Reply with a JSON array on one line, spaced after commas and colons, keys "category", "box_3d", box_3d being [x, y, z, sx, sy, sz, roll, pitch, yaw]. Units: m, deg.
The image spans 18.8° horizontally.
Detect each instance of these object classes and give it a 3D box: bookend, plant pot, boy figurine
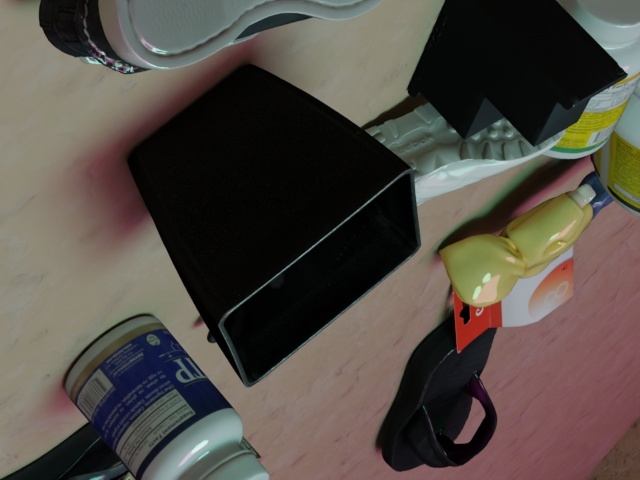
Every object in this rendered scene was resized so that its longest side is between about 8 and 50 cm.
[{"category": "bookend", "box_3d": [0.172, -0.141, 1.723, 0.072, 0.157, 0.156, -30, 158, -31]}, {"category": "plant pot", "box_3d": [-0.047, -0.024, 1.528, 0.187, 0.167, 0.188, -39, 163, -9]}, {"category": "boy figurine", "box_3d": [0.260, -0.016, 2.294, 0.285, 0.092, 0.177, -33, 175, -18]}]

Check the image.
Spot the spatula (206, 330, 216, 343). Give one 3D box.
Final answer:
[{"category": "spatula", "box_3d": [0.000, 0.000, 1.897, 0.296, 0.030, 0.084, -40, 164, -6]}]

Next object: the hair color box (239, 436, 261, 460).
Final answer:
[{"category": "hair color box", "box_3d": [-0.148, 0.260, 2.092, 0.167, 0.093, 0.053, -52, 159, 28]}]

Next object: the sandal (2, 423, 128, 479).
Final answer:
[{"category": "sandal", "box_3d": [-0.250, 0.241, 1.899, 0.254, 0.054, 0.097, -32, 160, -28]}]

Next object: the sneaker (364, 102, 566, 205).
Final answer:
[{"category": "sneaker", "box_3d": [0.120, -0.084, 1.834, 0.235, 0.090, 0.095, -16, 157, -13]}]

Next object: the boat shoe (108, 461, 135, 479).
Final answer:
[{"category": "boat shoe", "box_3d": [-0.259, 0.300, 2.023, 0.190, 0.068, 0.072, -48, 151, -12]}]

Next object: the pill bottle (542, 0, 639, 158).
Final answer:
[{"category": "pill bottle", "box_3d": [0.256, -0.180, 1.868, 0.117, 0.117, 0.208, -33, 161, -25]}]

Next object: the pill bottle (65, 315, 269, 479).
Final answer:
[{"category": "pill bottle", "box_3d": [-0.136, 0.171, 1.759, 0.112, 0.187, 0.112, -37, 162, -14]}]

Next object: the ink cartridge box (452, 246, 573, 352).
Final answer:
[{"category": "ink cartridge box", "box_3d": [0.249, 0.061, 2.468, 0.179, 0.045, 0.145, -37, 144, -24]}]

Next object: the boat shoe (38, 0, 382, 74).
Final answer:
[{"category": "boat shoe", "box_3d": [-0.054, -0.186, 1.274, 0.302, 0.091, 0.114, -21, 109, -45]}]

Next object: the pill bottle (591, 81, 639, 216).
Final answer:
[{"category": "pill bottle", "box_3d": [0.386, -0.153, 2.082, 0.188, 0.188, 0.334, -40, 162, -6]}]

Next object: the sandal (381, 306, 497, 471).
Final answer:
[{"category": "sandal", "box_3d": [0.178, 0.243, 2.695, 0.167, 0.107, 0.446, -37, 160, -17]}]
